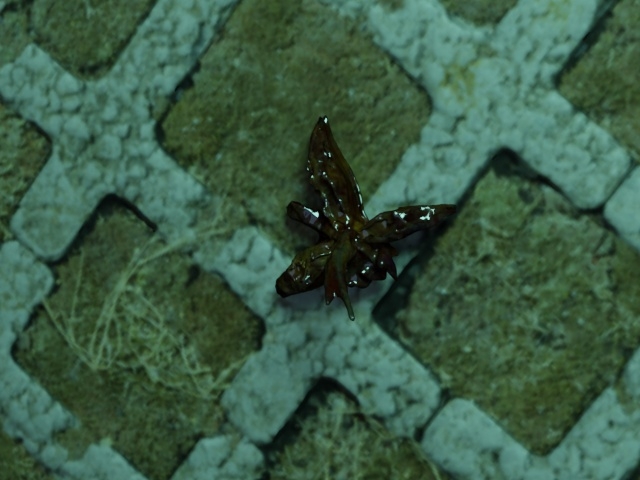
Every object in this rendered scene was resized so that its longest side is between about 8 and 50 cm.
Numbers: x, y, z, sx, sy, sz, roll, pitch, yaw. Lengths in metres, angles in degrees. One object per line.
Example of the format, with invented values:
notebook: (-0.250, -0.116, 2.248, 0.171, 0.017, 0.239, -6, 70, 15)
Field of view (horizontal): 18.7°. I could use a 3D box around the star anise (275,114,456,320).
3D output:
star anise: (0.009, 0.000, 1.550, 0.140, 0.144, 0.158, 28, 107, 22)
